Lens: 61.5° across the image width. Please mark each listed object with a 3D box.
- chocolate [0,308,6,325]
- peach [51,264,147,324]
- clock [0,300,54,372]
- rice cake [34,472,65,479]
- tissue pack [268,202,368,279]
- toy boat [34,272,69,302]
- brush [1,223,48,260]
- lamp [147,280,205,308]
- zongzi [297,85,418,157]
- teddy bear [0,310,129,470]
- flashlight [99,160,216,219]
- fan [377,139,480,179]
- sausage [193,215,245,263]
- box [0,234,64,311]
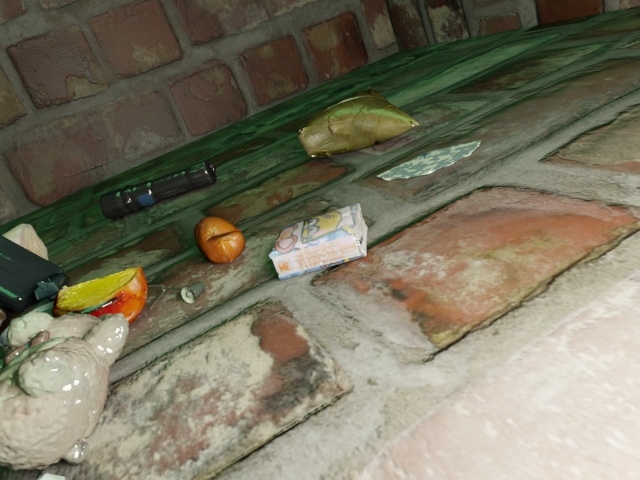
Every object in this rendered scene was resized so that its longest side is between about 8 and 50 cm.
[{"bbox_3d":[-0.869,0.223,1.191,0.185,0.100,0.303,8,39,47],"label":"chocolate"},{"bbox_3d":[-0.387,0.119,0.966,0.172,0.092,0.127,-29,33,-35],"label":"peach"},{"bbox_3d":[-0.522,0.171,1.016,0.156,0.063,0.229,1,32,47],"label":"clock"},{"bbox_3d":[-0.362,0.320,0.527,0.226,0.040,0.085,-30,23,-19],"label":"rice cake"},{"bbox_3d":[0.000,0.000,0.918,0.155,0.065,0.115,-16,21,14],"label":"tissue pack"},{"bbox_3d":[-0.636,0.108,1.288,0.055,0.060,0.141,-24,14,-7],"label":"toy boat"},{"bbox_3d":[-0.878,0.078,1.462,0.166,0.174,0.266,-10,30,3],"label":"brush"},{"bbox_3d":[-0.263,0.093,0.996,0.121,0.041,0.054,-7,17,27],"label":"lamp"},{"bbox_3d":[0.090,-0.293,1.452,0.274,0.145,0.300,-27,28,-2],"label":"zongzi"},{"bbox_3d":[-0.356,0.179,0.717,0.236,0.151,0.267,-30,26,-4],"label":"teddy bear"},{"bbox_3d":[-0.554,-0.177,1.840,0.424,0.103,0.103,-18,21,10],"label":"flashlight"},{"bbox_3d":[0.239,-0.172,1.180,0.240,0.009,0.131,-18,22,10],"label":"fan"},{"bbox_3d":[-0.211,-0.001,1.113,0.089,0.089,0.179,-29,25,-18],"label":"sausage"},{"bbox_3d":[-0.784,0.075,1.344,0.230,0.050,0.160,27,36,7],"label":"box"}]
